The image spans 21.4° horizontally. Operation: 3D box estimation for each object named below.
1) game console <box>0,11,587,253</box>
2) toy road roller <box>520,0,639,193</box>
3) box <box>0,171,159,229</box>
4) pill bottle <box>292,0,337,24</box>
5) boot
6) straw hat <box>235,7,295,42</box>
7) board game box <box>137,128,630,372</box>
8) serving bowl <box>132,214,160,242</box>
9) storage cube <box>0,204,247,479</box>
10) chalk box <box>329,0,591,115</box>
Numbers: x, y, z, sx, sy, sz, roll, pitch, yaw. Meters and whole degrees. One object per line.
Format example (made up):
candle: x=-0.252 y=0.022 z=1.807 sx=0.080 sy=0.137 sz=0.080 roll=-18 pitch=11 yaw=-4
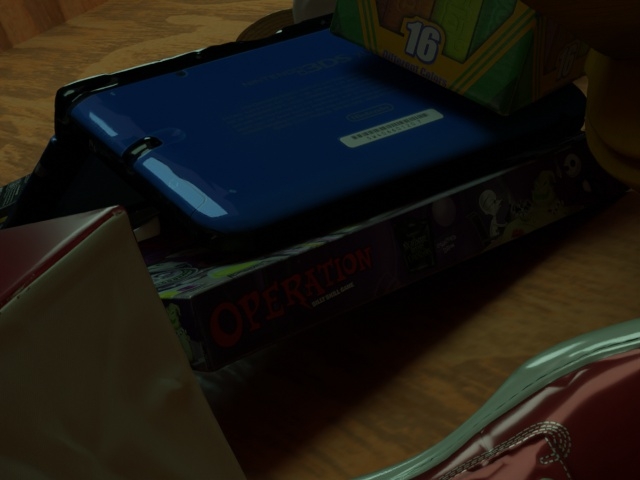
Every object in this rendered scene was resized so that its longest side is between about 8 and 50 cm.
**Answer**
game console: x=-0.022 y=-0.041 z=1.079 sx=0.293 sy=0.173 sz=0.250 roll=-21 pitch=43 yaw=-33
toy road roller: x=0.240 y=-0.168 z=0.861 sx=0.202 sy=0.241 sz=0.329 roll=7 pitch=72 yaw=59
box: x=-0.189 y=-0.045 z=1.446 sx=0.216 sy=0.060 sz=0.270 roll=-25 pitch=9 yaw=-5
pill bottle: x=0.062 y=-0.223 z=1.488 sx=0.094 sy=0.094 sz=0.169 roll=-4 pitch=27 yaw=47
boot: x=0.074 y=0.125 z=0.610 sx=0.244 sy=0.088 sz=0.176 roll=-29 pitch=16 yaw=9
straw hat: x=-0.014 y=-0.156 z=1.592 sx=0.144 sy=0.144 sz=0.061 roll=-15 pitch=61 yaw=27
board game box: x=0.000 y=0.000 z=1.026 sx=0.347 sy=0.056 sz=0.208 roll=-22 pitch=8 yaw=-39
serving bowl: x=-0.164 y=0.008 z=1.357 sx=0.083 sy=0.027 sz=0.083 roll=-24 pitch=9 yaw=4
storage cube: x=-0.177 y=0.116 z=0.793 sx=0.193 sy=0.183 sz=0.215 roll=-10 pitch=21 yaw=33
chalk box: x=0.113 y=-0.205 z=0.991 sx=0.132 sy=0.213 sz=0.132 roll=28 pitch=32 yaw=25
